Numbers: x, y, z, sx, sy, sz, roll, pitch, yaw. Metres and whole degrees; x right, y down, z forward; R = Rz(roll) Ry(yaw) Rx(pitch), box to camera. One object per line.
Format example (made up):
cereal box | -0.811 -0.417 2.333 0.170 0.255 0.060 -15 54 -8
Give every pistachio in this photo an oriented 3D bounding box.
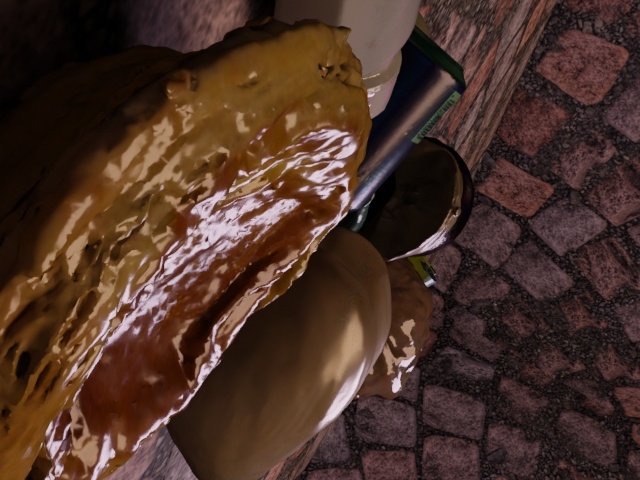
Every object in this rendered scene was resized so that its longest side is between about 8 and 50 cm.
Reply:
pistachio | -0.054 0.124 0.884 0.226 0.208 0.332 21 109 -33

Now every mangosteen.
mangosteen | 0.130 -0.065 1.307 0.194 0.194 0.230 -56 -166 -18

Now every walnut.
walnut | 0.041 0.126 1.234 0.273 0.227 0.273 -59 174 -10

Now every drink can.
drink can | 0.044 -0.122 0.842 0.205 0.118 0.118 -48 171 13

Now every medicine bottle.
medicine bottle | 0.032 -0.227 0.637 0.161 0.111 0.296 -52 164 -33

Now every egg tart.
egg tart | -0.110 0.001 0.495 0.352 0.150 0.352 -51 167 -16

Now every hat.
hat | 0.126 -0.052 1.092 0.173 0.144 0.166 -9 117 -69

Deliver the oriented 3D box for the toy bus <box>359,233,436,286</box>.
toy bus | 0.115 0.055 1.551 0.128 0.150 0.262 -33 175 15

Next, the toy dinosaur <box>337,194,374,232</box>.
toy dinosaur | 0.000 0.000 1.118 0.383 0.129 0.331 -63 177 18

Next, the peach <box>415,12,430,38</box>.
peach | 0.077 -0.221 0.910 0.083 0.083 0.083 -56 168 -19
